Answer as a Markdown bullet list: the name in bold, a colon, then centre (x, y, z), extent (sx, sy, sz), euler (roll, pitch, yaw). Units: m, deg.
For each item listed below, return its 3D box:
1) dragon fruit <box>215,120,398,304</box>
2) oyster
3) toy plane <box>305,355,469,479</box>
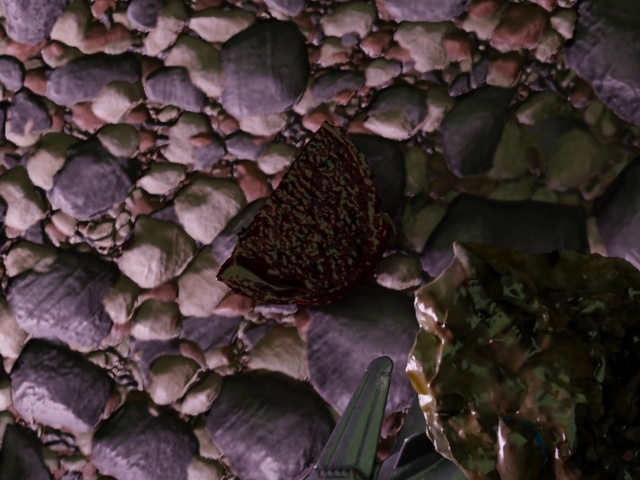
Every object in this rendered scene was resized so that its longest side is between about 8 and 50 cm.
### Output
- **dragon fruit**: centre (0.000, 0.000, 1.554), extent (0.106, 0.083, 0.162), euler (33, 77, 8)
- **oyster**: centre (0.167, 0.107, 1.394), extent (0.222, 0.083, 0.214), euler (14, 81, -6)
- **toy plane**: centre (0.004, 0.234, 1.474), extent (0.267, 0.088, 0.212), euler (-35, 62, 19)
